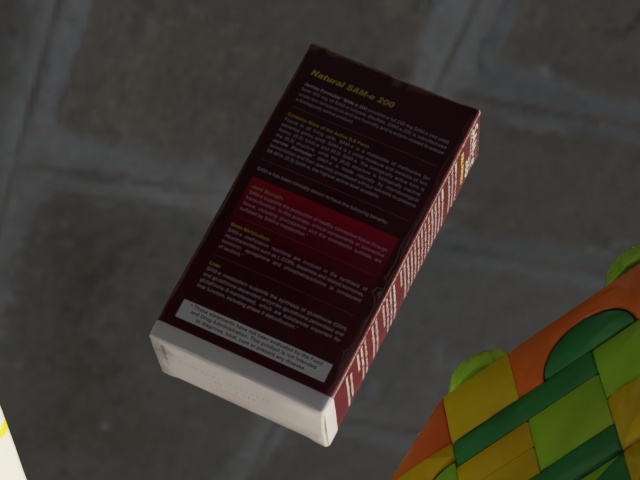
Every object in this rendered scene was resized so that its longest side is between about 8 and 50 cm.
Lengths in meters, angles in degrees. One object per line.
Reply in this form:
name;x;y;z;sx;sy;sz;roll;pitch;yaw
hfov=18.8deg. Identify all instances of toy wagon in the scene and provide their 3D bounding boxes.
toy wagon;0.184;0.094;1.053;0.344;0.267;0.068;-37;115;16

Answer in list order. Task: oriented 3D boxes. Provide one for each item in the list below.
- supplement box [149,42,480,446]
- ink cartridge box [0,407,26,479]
supplement box;0.000;0.000;1.290;0.130;0.239;0.073;24;160;13
ink cartridge box;-0.312;0.158;1.271;0.207;0.119;0.353;-42;151;-23
